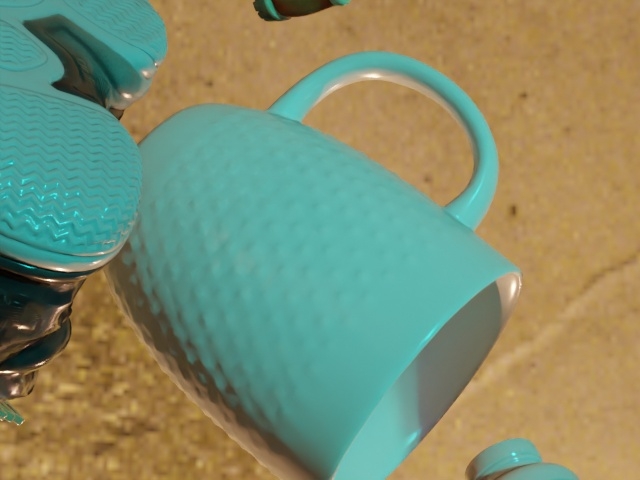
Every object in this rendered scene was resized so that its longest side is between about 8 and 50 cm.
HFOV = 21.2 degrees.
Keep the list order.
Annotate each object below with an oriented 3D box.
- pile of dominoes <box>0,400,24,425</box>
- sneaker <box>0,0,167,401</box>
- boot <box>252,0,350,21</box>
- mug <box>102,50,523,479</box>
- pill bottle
[{"bbox_3d":[-0.336,0.074,1.468,0.196,0.040,0.251,41,175,12],"label":"pile of dominoes"},{"bbox_3d":[-0.144,-0.030,0.763,0.101,0.268,0.153,23,117,-17],"label":"sneaker"},{"bbox_3d":[-0.006,-0.252,1.333,0.084,0.158,0.059,-1,178,37],"label":"boot"},{"bbox_3d":[0.000,0.000,1.537,0.328,0.374,0.276,38,177,17],"label":"mug"},{"bbox_3d":[0.256,0.353,1.926,0.146,0.264,0.146,-16,142,-13],"label":"pill bottle"}]
